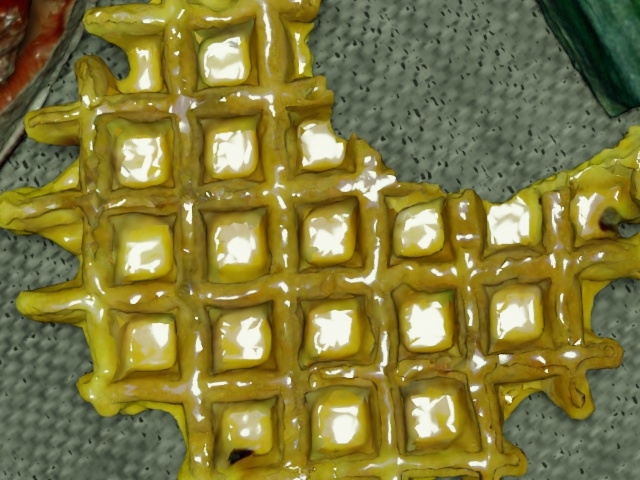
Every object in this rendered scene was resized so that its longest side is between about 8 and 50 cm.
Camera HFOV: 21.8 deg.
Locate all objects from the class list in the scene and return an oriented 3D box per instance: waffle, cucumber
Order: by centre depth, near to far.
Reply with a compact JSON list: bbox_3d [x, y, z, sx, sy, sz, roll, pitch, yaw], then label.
[{"bbox_3d":[0.000,0.000,0.768,0.293,0.069,0.260,35,87,4],"label":"waffle"},{"bbox_3d":[0.162,-0.131,0.781,0.116,0.062,0.115,-30,86,-1],"label":"cucumber"}]

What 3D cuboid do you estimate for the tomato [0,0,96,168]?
[{"bbox_3d":[-0.214,-0.092,0.734,0.155,0.181,0.214,31,81,13],"label":"tomato"}]
